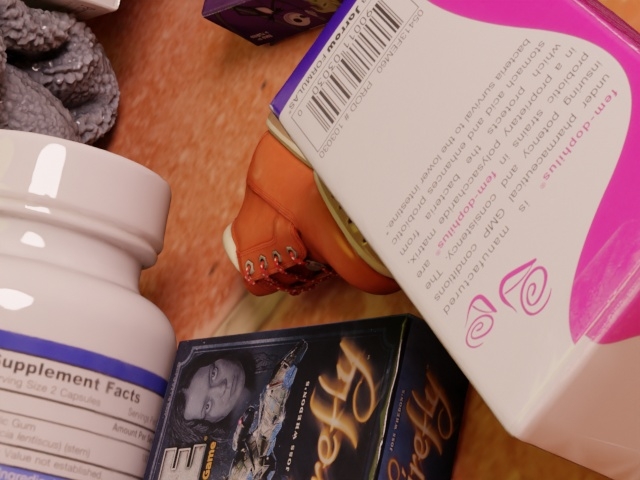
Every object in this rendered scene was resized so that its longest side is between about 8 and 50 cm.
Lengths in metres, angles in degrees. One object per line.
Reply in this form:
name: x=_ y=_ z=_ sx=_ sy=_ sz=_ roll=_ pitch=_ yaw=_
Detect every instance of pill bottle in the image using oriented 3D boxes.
pill bottle: x=-0.153 y=0.093 z=0.758 sx=0.152 sy=0.152 sz=0.272 roll=-6 pitch=69 yaw=52

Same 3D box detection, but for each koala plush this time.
koala plush: x=-0.201 y=-0.011 z=0.922 sx=0.196 sy=0.203 sz=0.221 roll=-17 pitch=76 yaw=33

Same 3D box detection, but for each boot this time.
boot: x=0.000 y=0.000 z=0.723 sx=0.084 sy=0.059 sz=0.158 roll=-60 pitch=26 yaw=12

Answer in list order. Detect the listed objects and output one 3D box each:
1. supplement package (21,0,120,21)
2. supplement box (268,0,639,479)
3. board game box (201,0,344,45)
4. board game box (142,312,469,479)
supplement package: x=-0.203 y=-0.247 z=0.998 sx=0.262 sy=0.145 sz=0.204 roll=-172 pitch=94 yaw=-69
supplement box: x=0.087 y=-0.019 z=0.565 sx=0.111 sy=0.114 sz=0.220 roll=-53 pitch=34 yaw=14
board game box: x=0.082 y=-0.225 z=0.767 sx=0.347 sy=0.056 sz=0.208 roll=-9 pitch=65 yaw=50
board game box: x=-0.028 y=0.156 z=0.664 sx=0.165 sy=0.042 sz=0.243 roll=-11 pitch=60 yaw=50
